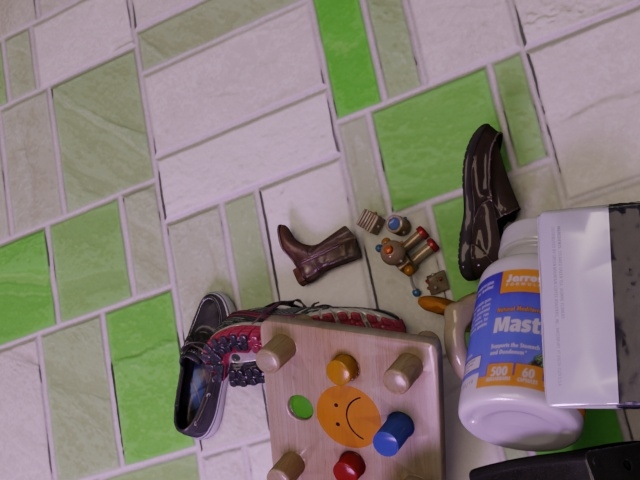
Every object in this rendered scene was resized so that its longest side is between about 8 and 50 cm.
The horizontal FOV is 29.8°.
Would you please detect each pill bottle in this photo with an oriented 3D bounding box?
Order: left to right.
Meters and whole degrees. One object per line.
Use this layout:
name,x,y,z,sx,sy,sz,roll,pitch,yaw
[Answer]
pill bottle,0.265,0.112,1.501,0.152,0.152,0.272,-5,54,28

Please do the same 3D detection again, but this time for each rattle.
rattle,0.198,0.172,1.625,0.143,0.130,0.199,-13,98,37

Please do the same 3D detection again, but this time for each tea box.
tea box,0.449,0.077,1.346,0.323,0.329,0.220,-4,82,27

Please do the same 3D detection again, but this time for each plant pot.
plant pot,0.319,0.326,1.421,0.167,0.187,0.188,-40,59,46

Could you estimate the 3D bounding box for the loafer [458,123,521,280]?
loafer,0.239,-0.052,1.655,0.078,0.080,0.220,2,85,20

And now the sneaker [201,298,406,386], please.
sneaker,-0.022,0.130,1.738,0.299,0.112,0.121,-4,120,18

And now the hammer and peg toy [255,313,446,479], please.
hammer and peg toy,0.054,0.280,1.621,0.266,0.127,0.361,5,113,25

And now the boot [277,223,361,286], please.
boot,0.000,0.000,1.791,0.114,0.037,0.106,-30,79,24

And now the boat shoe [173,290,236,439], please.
boat shoe,-0.184,0.187,1.828,0.080,0.076,0.228,6,82,30

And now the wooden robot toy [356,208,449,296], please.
wooden robot toy,0.112,0.007,1.703,0.076,0.079,0.173,-46,62,13
